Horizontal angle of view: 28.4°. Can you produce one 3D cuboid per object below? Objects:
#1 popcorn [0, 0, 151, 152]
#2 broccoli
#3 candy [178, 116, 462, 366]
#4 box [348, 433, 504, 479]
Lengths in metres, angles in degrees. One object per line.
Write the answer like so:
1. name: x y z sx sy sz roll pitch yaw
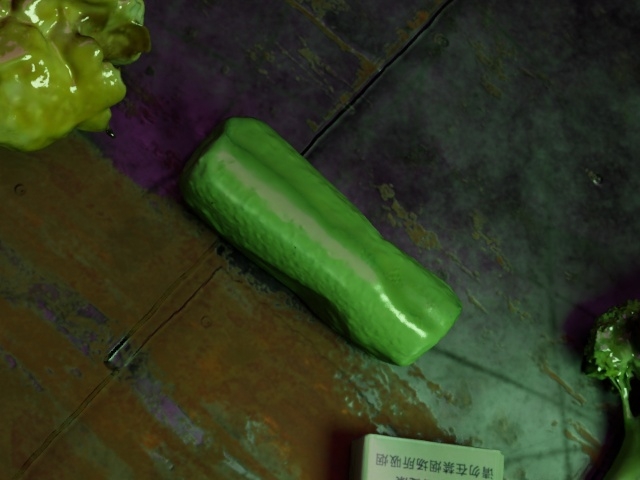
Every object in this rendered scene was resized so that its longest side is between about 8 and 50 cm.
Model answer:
1. popcorn: -0.312 -0.209 1.366 0.253 0.191 0.190 -13 43 -20
2. broccoli: 0.396 0.158 1.405 0.302 0.186 0.254 -26 57 7
3. candy: 0.000 0.000 1.398 0.343 0.142 0.132 40 59 -1
4. box: 0.106 0.346 1.348 0.168 0.071 0.259 8 69 -12
